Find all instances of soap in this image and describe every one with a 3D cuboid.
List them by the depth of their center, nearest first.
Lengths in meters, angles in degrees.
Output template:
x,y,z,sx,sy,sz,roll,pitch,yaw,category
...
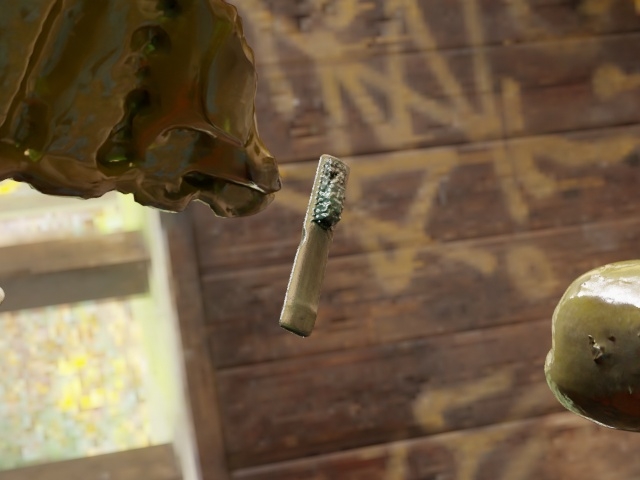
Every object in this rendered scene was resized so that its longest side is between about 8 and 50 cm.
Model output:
x,y,z,sx,sy,sz,roll,pitch,yaw,category
-0.104,-0.193,1.148,0.169,0.304,0.339,50,121,39,soap

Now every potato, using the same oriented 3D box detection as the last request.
x,y,z,sx,sy,sz,roll,pitch,yaw,category
0.379,0.111,1.796,0.141,0.296,0.192,-33,-65,-69,potato

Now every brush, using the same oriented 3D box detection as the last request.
x,y,z,sx,sy,sz,roll,pitch,yaw,category
0.000,0.000,1.557,0.027,0.034,0.190,-36,34,53,brush

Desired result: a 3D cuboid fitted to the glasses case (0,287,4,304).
x,y,z,sx,sy,sz,roll,pitch,yaw,category
-0.347,0.072,1.690,0.032,0.083,0.021,32,141,8,glasses case
